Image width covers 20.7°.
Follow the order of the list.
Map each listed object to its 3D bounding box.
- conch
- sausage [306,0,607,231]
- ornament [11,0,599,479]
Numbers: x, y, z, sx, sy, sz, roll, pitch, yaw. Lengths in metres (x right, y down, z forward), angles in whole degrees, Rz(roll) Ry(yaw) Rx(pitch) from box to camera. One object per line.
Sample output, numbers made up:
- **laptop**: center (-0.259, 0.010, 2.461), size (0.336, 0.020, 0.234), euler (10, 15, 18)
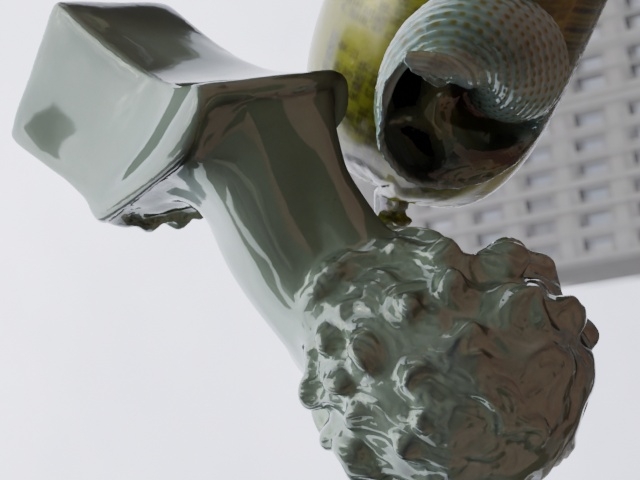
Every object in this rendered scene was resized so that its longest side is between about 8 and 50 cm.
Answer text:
- **conch**: center (0.050, -0.060, 0.658), size (0.085, 0.056, 0.076), euler (3, -62, -29)
- **sausage**: center (0.087, -0.163, 0.785), size (0.123, 0.123, 0.347), euler (-1, -60, -51)
- **ornament**: center (-0.008, -0.003, 0.730), size (0.285, 0.120, 0.130), euler (41, -149, 8)
